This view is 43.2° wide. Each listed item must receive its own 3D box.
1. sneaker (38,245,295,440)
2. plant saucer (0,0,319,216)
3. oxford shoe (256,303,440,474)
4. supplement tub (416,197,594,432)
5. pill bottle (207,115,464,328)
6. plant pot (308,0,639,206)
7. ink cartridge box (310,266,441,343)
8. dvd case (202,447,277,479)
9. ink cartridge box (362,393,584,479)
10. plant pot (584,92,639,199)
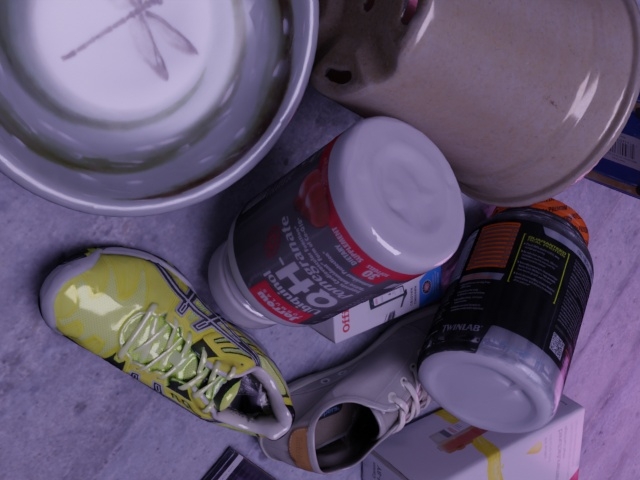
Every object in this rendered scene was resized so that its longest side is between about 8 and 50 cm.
[{"bbox_3d":[-0.166,0.130,1.001,0.384,0.147,0.145,35,88,-39],"label":"sneaker"},{"bbox_3d":[-0.194,-0.226,0.830,0.400,0.100,0.401,-12,114,-29],"label":"plant saucer"},{"bbox_3d":[0.112,0.232,1.259,0.449,0.130,0.169,-23,117,-30],"label":"oxford shoe"},{"bbox_3d":[0.291,0.100,1.228,0.338,0.207,0.207,-60,135,-36],"label":"supplement tub"},{"bbox_3d":[0.000,0.000,0.953,0.176,0.318,0.176,17,59,-32],"label":"pill bottle"},{"bbox_3d":[0.157,-0.234,0.967,0.305,0.334,0.334,14,100,-39],"label":"plant pot"},{"bbox_3d":[0.073,0.042,1.179,0.203,0.086,0.148,-21,120,-29],"label":"ink cartridge box"},{"bbox_3d":[-0.124,0.428,1.236,0.164,0.018,0.221,-49,130,-8],"label":"dvd case"},{"bbox_3d":[0.274,0.442,1.439,0.384,0.160,0.279,-17,117,-30],"label":"ink cartridge box"},{"bbox_3d":[0.563,-0.194,1.353,0.212,0.236,0.236,-22,121,-22],"label":"plant pot"}]
